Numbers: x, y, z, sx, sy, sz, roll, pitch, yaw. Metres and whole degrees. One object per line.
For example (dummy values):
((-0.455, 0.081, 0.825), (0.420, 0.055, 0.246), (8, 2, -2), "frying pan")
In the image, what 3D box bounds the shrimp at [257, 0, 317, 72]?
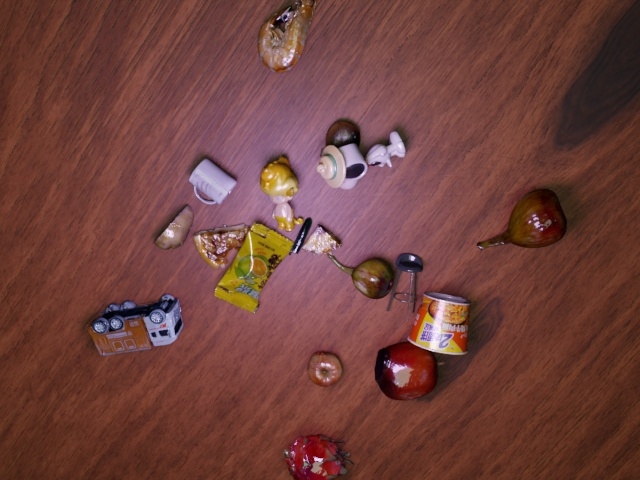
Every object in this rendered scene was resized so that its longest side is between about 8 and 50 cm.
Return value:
((-0.106, -0.672, 1.659), (0.152, 0.063, 0.287), (25, 104, 7), "shrimp")

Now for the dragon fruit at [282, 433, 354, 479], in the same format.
((-0.005, 0.814, 1.946), (0.274, 0.193, 0.192), (14, 76, -3), "dragon fruit")

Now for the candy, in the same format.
((-0.226, 0.097, 1.817), (0.187, 0.081, 0.297), (30, 94, -29), "candy")

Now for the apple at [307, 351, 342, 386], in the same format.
((0.017, 0.461, 1.897), (0.126, 0.102, 0.125), (0, 98, 2), "apple")

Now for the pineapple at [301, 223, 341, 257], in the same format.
((0.000, 0.000, 1.806), (0.137, 0.069, 0.116), (-9, 97, 7), "pineapple")

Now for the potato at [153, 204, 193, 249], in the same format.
((-0.480, -0.026, 1.793), (0.089, 0.100, 0.172), (44, 97, -14), "potato")

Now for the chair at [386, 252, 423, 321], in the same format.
((0.300, 0.161, 1.827), (0.104, 0.095, 0.221), (2, 103, -12), "chair")

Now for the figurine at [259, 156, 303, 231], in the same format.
((-0.128, -0.152, 1.753), (0.156, 0.131, 0.246), (17, 126, 37), "figurine")

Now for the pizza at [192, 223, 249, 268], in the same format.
((-0.326, 0.007, 1.810), (0.194, 0.069, 0.154), (-30, 101, 8), "pizza")

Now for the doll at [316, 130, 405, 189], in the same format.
((0.129, -0.269, 1.685), (0.272, 0.208, 0.143), (-31, 71, 12), "doll")

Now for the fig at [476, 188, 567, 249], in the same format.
((0.685, -0.042, 1.772), (0.191, 0.190, 0.290), (38, 137, -8), "fig")

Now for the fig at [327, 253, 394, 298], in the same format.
((0.130, 0.111, 1.816), (0.245, 0.149, 0.149), (20, 104, 21), "fig")

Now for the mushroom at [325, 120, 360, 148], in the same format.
((0.073, -0.331, 1.737), (0.123, 0.052, 0.123), (1, 104, 5), "mushroom")

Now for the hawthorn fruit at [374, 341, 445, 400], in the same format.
((0.311, 0.447, 1.843), (0.250, 0.215, 0.215), (-17, 103, -4), "hawthorn fruit")

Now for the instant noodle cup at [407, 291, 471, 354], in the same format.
((0.416, 0.275, 1.808), (0.213, 0.213, 0.174), (10, 94, -2), "instant noodle cup")

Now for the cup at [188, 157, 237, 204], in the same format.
((-0.365, -0.181, 1.751), (0.133, 0.099, 0.136), (38, 100, -9), "cup")

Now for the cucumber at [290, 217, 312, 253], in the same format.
((-0.062, -0.018, 1.814), (0.032, 0.032, 0.133), (26, 92, -5), "cucumber")

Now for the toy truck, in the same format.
((-0.636, 0.303, 1.852), (0.306, 0.136, 0.162), (-10, 110, 5), "toy truck")
